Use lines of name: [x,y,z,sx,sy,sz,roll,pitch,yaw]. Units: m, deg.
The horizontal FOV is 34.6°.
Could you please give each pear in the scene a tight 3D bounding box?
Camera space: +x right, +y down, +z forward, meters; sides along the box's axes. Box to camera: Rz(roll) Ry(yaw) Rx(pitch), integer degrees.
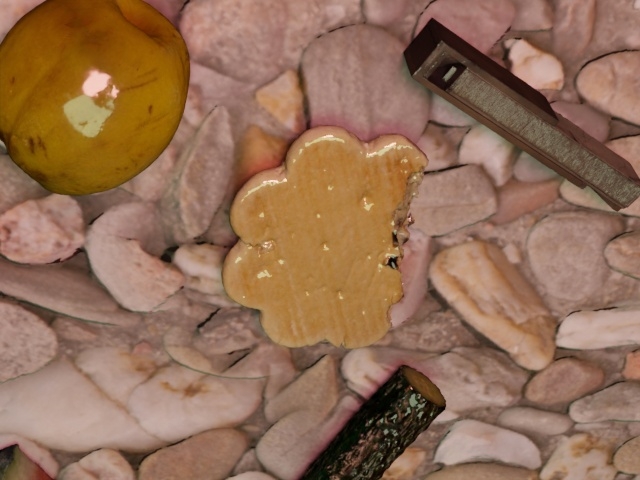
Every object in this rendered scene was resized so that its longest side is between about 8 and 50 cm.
pear: [-0.181,-0.114,0.791,0.149,0.149,0.162,37,107,-28]

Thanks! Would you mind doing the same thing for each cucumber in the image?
cucumber: [0.029,0.253,1.137,0.067,0.067,0.293,26,119,-23]

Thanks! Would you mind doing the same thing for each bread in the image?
bread: [0.000,0.000,0.965,0.182,0.039,0.251,3,125,-9]

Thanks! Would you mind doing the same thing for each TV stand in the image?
TV stand: [0.186,-0.106,0.907,0.256,0.049,0.040,28,119,-25]

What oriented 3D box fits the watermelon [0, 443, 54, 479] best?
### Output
watermelon: [-0.310,0.387,1.117,0.293,0.283,0.250,-18,146,-27]
